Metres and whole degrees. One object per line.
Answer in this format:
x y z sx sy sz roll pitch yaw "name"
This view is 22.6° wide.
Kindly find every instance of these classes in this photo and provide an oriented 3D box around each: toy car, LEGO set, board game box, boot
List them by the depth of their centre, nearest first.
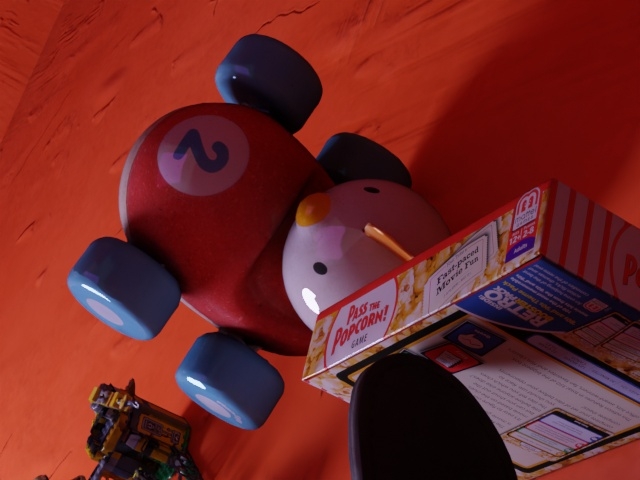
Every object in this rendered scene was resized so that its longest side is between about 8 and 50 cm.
0.104 0.054 0.792 0.193 0.147 0.045 -32 36 49 "board game box"
0.008 0.204 0.808 0.229 0.091 0.263 -26 70 54 "boot"
0.000 0.000 1.043 0.238 0.210 0.219 6 57 53 "toy car"
-0.207 0.225 1.202 0.255 0.192 0.331 -57 23 12 "LEGO set"
